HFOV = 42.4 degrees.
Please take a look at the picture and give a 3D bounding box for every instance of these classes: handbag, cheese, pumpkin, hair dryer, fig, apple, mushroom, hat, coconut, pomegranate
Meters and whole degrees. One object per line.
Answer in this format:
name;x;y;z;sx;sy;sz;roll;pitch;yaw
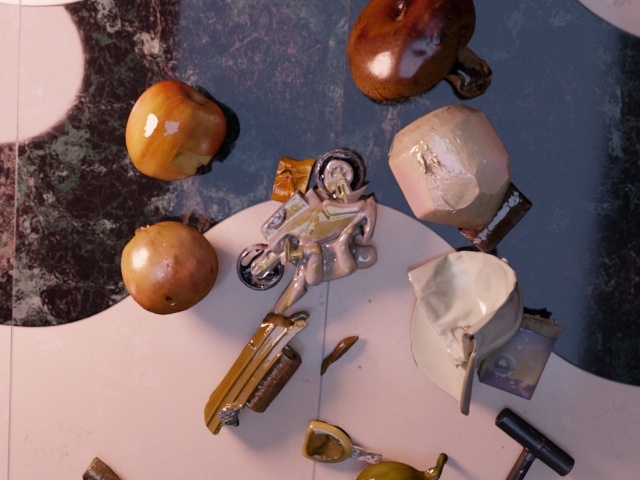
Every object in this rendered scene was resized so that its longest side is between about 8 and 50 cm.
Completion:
handbag;0.393;0.215;1.623;0.117;0.095;0.173;20;106;-1
cheese;0.046;0.431;1.705;0.162;0.036;0.086;16;100;4
pumpkin;-0.054;-0.121;1.645;0.073;0.035;0.101;12;96;1
hair dryer;0.386;0.462;1.677;0.173;0.050;0.195;39;102;2
fig;0.163;0.511;1.651;0.186;0.148;0.142;-21;64;21
apple;-0.285;-0.206;1.591;0.199;0.199;0.199;1;97;5
mushroom;0.169;-0.361;1.524;0.267;0.267;0.255;-13;130;7
hat;0.292;0.184;1.580;0.168;0.258;0.302;-9;116;-16
coconut;0.249;-0.128;1.528;0.224;0.224;0.234;-27;82;8
pomegranate;-0.297;0.051;1.614;0.191;0.191;0.191;1;97;5

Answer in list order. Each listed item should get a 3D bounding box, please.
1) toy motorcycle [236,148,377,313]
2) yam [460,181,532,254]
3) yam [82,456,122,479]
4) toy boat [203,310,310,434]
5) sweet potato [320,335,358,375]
toy motorcycle;0.000;0.000;1.622;0.223;0.108;0.341;42;100;-9
yam;0.342;-0.044;1.597;0.079;0.079;0.141;41;100;-1
yam;-0.391;0.568;1.753;0.274;0.061;0.061;41;99;-3
toy boat;-0.124;0.271;1.673;0.115;0.089;0.310;34;98;-3
sweet potato;0.033;0.231;1.688;0.026;0.026;0.115;45;101;-1
